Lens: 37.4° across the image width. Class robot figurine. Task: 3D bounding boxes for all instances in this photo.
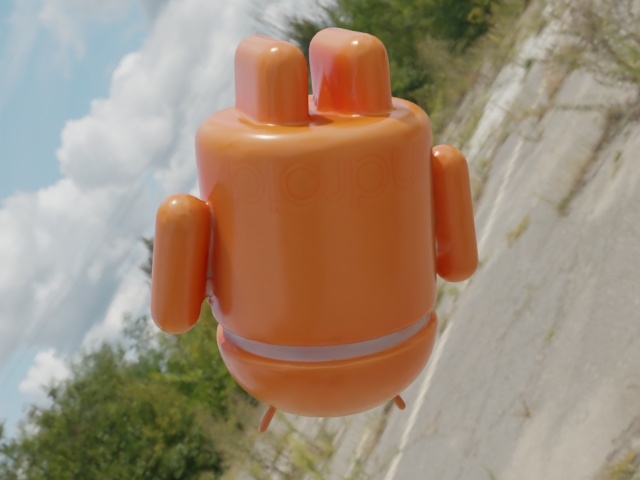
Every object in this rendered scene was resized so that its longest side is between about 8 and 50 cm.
[{"bbox_3d":[-0.002,0.000,0.511,0.158,0.128,0.220,-28,-61,-51],"label":"robot figurine"}]
